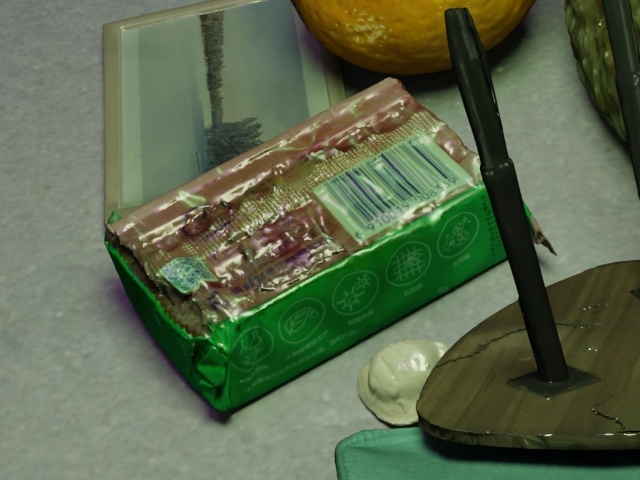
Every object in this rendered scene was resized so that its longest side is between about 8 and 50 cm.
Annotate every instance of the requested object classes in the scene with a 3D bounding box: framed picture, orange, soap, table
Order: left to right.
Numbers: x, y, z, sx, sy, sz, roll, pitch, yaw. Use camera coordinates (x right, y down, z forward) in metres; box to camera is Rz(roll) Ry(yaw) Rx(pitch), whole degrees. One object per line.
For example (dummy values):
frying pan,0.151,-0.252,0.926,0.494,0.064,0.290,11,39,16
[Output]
framed picture,-0.085,-0.124,1.474,0.213,0.016,0.289,-12,41,4
soap,-0.001,-0.002,1.253,0.273,0.098,0.218,-29,43,-15
orange,0.078,-0.233,1.409,0.219,0.193,0.219,-38,8,7
table,0.221,-0.043,1.023,0.317,0.249,0.317,-6,17,2

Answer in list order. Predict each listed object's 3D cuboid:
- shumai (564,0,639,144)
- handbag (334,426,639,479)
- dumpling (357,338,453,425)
shumai,0.358,-0.241,1.276,0.323,0.324,0.397,0,35,-10
handbag,0.143,0.179,0.923,0.268,0.100,0.274,-8,17,-7
dumpling,0.061,0.098,1.169,0.077,0.043,0.059,-3,65,9
